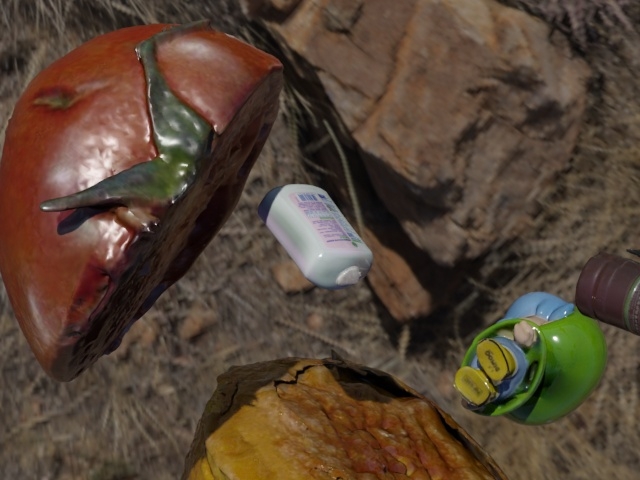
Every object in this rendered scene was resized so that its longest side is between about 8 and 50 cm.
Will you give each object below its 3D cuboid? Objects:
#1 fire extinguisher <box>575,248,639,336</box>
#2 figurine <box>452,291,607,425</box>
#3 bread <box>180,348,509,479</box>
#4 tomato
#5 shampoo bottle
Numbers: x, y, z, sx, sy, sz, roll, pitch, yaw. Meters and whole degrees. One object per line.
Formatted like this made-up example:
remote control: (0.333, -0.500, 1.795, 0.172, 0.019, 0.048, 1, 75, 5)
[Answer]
fire extinguisher: (0.226, 0.041, 0.795, 0.045, 0.157, 0.078, -12, 115, -43)
figurine: (0.240, 0.143, 1.590, 0.263, 0.143, 0.162, -5, 129, -59)
bread: (0.031, 0.270, 1.389, 0.358, 0.337, 0.204, 26, 116, -4)
tomato: (-0.170, -0.050, 1.080, 0.170, 0.309, 0.309, 39, 98, 3)
shampoo bottle: (0.000, 0.000, 1.135, 0.072, 0.099, 0.043, 1, 132, -46)
